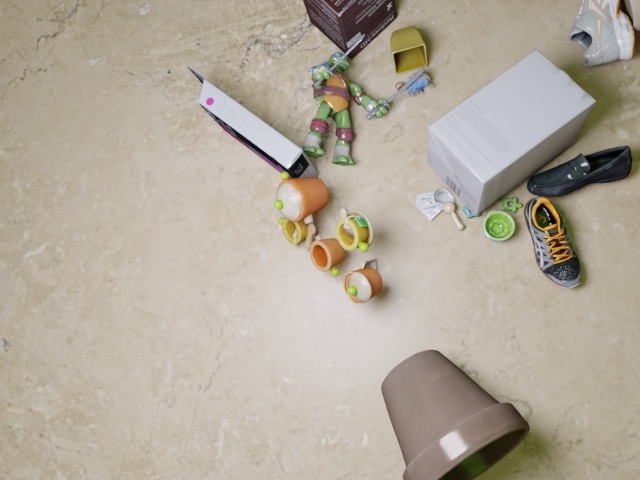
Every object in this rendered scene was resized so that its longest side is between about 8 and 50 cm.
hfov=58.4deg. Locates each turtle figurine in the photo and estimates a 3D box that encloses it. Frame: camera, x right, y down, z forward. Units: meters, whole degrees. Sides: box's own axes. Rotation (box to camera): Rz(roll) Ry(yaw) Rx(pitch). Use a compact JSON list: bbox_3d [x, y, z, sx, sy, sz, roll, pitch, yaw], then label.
[{"bbox_3d":[0.063,-0.319,1.328,0.274,0.197,0.267,10,88,27],"label":"turtle figurine"}]

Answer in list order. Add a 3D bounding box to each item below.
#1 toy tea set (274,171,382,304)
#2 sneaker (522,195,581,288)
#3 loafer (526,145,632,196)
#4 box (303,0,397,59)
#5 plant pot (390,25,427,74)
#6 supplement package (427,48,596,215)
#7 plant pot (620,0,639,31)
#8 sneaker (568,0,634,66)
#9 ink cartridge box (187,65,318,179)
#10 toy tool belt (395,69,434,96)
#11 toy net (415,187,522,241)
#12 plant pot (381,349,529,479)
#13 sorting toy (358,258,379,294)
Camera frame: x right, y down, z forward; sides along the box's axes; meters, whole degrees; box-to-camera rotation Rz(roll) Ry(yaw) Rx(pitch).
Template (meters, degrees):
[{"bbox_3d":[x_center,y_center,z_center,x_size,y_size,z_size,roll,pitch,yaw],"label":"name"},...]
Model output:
[{"bbox_3d":[0.000,0.000,1.238,0.124,0.200,0.336,-20,46,-36],"label":"toy tea set"},{"bbox_3d":[0.499,0.002,1.236,0.084,0.083,0.215,-23,76,4],"label":"sneaker"},{"bbox_3d":[0.562,-0.155,1.249,0.223,0.078,0.076,-14,40,6],"label":"loafer"},{"bbox_3d":[0.067,-0.592,1.388,0.168,0.203,0.167,-43,74,0],"label":"box"},{"bbox_3d":[0.210,-0.472,1.401,0.081,0.081,0.083,-14,64,8],"label":"plant pot"},{"bbox_3d":[0.400,-0.228,1.236,0.292,0.175,0.178,-35,68,-4],"label":"supplement package"},{"bbox_3d":[0.751,-0.553,1.220,0.190,0.284,0.284,-16,75,25],"label":"plant pot"},{"bbox_3d":[0.625,-0.522,1.318,0.120,0.099,0.263,-15,70,19],"label":"sneaker"},{"bbox_3d":[-0.174,-0.268,1.383,0.371,0.176,0.069,40,89,17],"label":"ink cartridge box"},{"bbox_3d":[0.228,-0.374,1.388,0.083,0.052,0.051,-24,66,6],"label":"toy tool belt"},{"bbox_3d":[0.333,-0.080,1.306,0.232,0.045,0.122,20,83,15],"label":"toy net"},{"bbox_3d":[0.241,0.354,1.151,0.263,0.263,0.229,-36,55,2],"label":"plant pot"},{"bbox_3d":[0.106,0.080,1.303,0.044,0.075,0.083,-6,77,10],"label":"sorting toy"}]
